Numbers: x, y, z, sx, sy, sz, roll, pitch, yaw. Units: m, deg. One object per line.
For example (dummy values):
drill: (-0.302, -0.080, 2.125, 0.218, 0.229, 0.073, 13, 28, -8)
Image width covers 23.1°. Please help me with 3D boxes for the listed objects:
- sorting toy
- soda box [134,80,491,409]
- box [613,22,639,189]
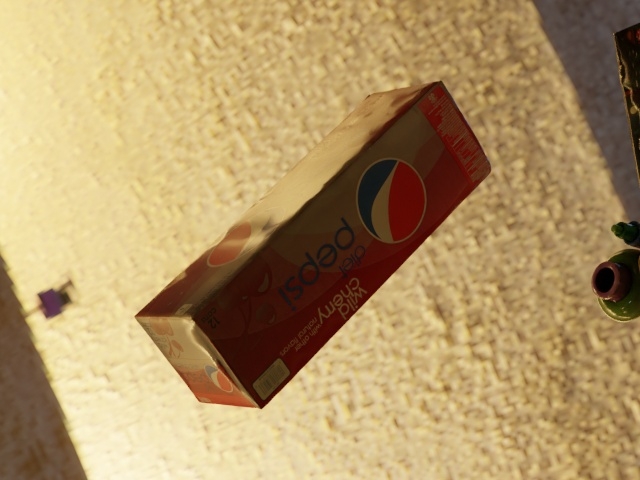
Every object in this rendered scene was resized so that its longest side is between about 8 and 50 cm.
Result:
sorting toy: (0.211, 0.017, 1.048, 0.042, 0.102, 0.061, 13, -112, -34)
soda box: (0.000, 0.000, 1.099, 0.263, 0.092, 0.083, -44, -70, -25)
box: (0.270, -0.033, 0.968, 0.233, 0.044, 0.159, 16, -118, -47)
